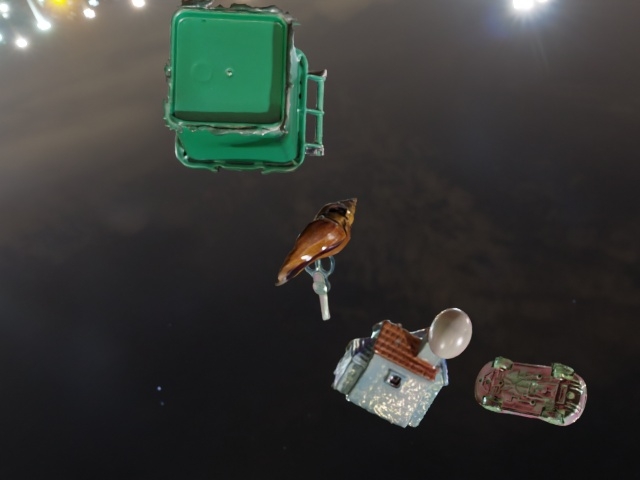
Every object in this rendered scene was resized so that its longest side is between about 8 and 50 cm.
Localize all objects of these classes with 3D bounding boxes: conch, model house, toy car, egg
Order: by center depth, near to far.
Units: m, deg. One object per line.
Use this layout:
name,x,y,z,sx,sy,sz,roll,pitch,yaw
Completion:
toy car,0.261,0.189,0.796,0.142,0.055,0.069,-2,-121,49
conch,0.006,-0.001,1.168,0.080,0.086,0.232,23,-137,12
egg,0.329,0.237,1.620,0.103,0.134,0.103,20,-168,-4
model house,0.241,0.333,1.876,0.295,0.329,0.251,27,-156,-2

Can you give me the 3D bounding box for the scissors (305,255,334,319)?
scissors,0.004,0.151,2.139,0.125,0.255,0.030,5,-155,32

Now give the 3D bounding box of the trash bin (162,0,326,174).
trash bin,-0.129,-0.255,1.132,0.296,0.258,0.381,2,-177,-3
